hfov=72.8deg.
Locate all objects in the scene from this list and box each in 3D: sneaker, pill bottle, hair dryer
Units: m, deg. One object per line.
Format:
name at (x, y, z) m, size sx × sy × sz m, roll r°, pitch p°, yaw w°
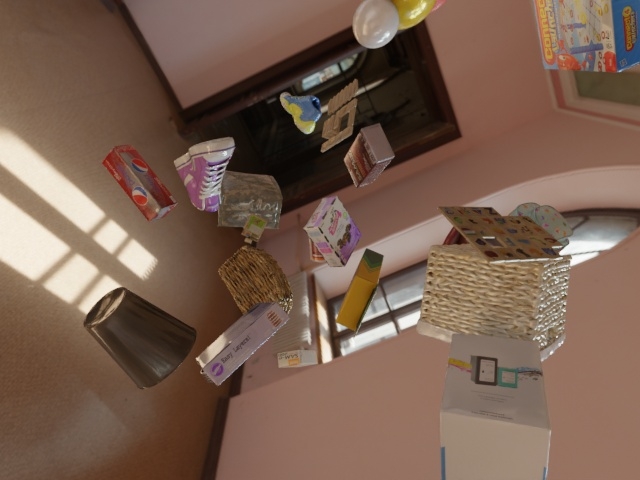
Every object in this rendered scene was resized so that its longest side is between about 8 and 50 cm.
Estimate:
sneaker at (-0.065, -0.526, 1.694) m, size 0.091 × 0.126 × 0.240 m, roll 17°, pitch 36°, yaw -54°
pill bottle at (0.000, 0.000, 1.656) m, size 0.086 × 0.086 × 0.152 m, roll -93°, pitch 179°, yaw -70°
hair dryer at (0.595, 0.037, 1.723) m, size 0.080 × 0.224 × 0.293 m, roll 40°, pitch 34°, yaw -83°
sneaker at (-0.267, -0.157, 1.079) m, size 0.282 × 0.102 × 0.161 m, roll -6°, pitch -77°, yaw 59°

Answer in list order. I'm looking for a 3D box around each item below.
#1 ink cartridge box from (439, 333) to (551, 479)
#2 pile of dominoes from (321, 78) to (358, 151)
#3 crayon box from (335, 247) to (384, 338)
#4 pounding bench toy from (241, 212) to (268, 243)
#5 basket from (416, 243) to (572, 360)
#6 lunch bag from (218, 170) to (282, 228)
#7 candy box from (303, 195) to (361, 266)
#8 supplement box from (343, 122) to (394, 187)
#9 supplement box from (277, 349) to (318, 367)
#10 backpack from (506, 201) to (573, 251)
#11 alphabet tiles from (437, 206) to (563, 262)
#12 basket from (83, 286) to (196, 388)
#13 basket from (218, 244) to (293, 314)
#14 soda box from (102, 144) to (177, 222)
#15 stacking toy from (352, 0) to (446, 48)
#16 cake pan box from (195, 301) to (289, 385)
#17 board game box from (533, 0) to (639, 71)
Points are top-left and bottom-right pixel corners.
ink cartridge box at (0.376, 0.367, 0.950) m, size 0.270 × 0.197 × 0.198 m, roll -48°, pitch 135°, yaw -59°
pile of dominoes at (0.074, -0.403, 1.428) m, size 0.251 × 0.040 × 0.195 m, roll 174°, pitch -73°, yaw -68°
crayon box at (0.143, 0.179, 1.565) m, size 0.083 × 0.203 × 0.323 m, roll 23°, pitch 22°, yaw 4°
pounding bench toy at (-0.193, -0.022, 1.222) m, size 0.052 × 0.083 × 0.065 m, roll 27°, pitch -22°, yaw -6°
basket at (0.497, 0.156, 1.238) m, size 0.328 × 0.331 × 0.266 m, roll -2°, pitch 98°, yaw -48°
lunch bag at (-0.291, -0.178, 1.719) m, size 0.287 × 0.235 × 0.168 m, roll -111°, pitch -152°, yaw -54°
candy box at (0.047, -0.030, 1.534) m, size 0.196 × 0.070 × 0.165 m, roll 55°, pitch 48°, yaw -30°
supplement box at (0.164, -0.291, 1.524) m, size 0.239 × 0.073 × 0.130 m, roll 127°, pitch -59°, yaw -72°
supplement box at (-0.055, 0.294, 1.080) m, size 0.098 × 0.062 × 0.036 m, roll 30°, pitch 48°, yaw -62°
backpack at (0.696, -0.037, 1.406) m, size 0.188 × 0.166 × 0.144 m, roll 58°, pitch -34°, yaw 28°
alphabet tiles at (0.403, -0.019, 0.951) m, size 0.198 × 0.237 × 0.009 m, roll -118°, pitch -146°, yaw -48°
basket at (-0.469, 0.237, 1.115) m, size 0.154 × 0.204 × 0.227 m, roll 25°, pitch -26°, yaw 53°
basket at (-0.229, 0.178, 1.783) m, size 0.299 × 0.213 × 0.223 m, roll 53°, pitch 12°, yaw 26°
soda box at (-0.616, -0.196, 1.484) m, size 0.263 × 0.092 × 0.083 m, roll 53°, pitch 29°, yaw -1°
stacking toy at (0.228, -0.691, 1.168) m, size 0.479 × 0.351 × 0.350 m, roll -63°, pitch 149°, yaw -20°
cake pan box at (-0.230, 0.281, 1.223) m, size 0.070 × 0.267 × 0.246 m, roll 50°, pitch -22°, yaw -5°
board game box at (0.707, -0.621, 1.165) m, size 0.302 × 0.086 × 0.308 m, roll -111°, pitch 177°, yaw -66°
